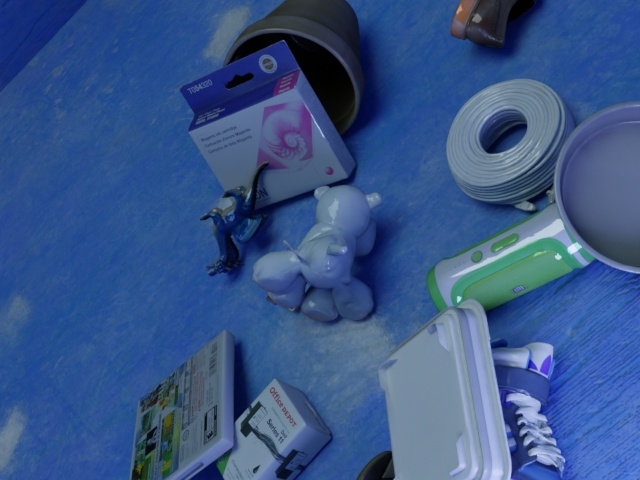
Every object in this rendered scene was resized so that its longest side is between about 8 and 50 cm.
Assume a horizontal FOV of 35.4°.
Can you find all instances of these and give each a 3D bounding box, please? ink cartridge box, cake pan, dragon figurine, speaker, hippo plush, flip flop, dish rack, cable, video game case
[{"bbox_3d":[-0.134,-0.242,2.257,0.324,0.330,0.071,-18,25,34],"label":"ink cartridge box"},{"bbox_3d":[0.528,-0.083,1.647,0.293,0.054,0.293,-1,76,6],"label":"cake pan"},{"bbox_3d":[-0.174,-0.046,2.293,0.289,0.144,0.085,-45,-1,12],"label":"dragon figurine"},{"bbox_3d":[-0.100,0.399,1.972,0.208,0.087,0.153,-49,42,6],"label":"ink cartridge box"},{"bbox_3d":[0.340,0.040,1.781,0.296,0.131,0.131,-29,47,25],"label":"speaker"},{"bbox_3d":[0.000,0.000,2.023,0.234,0.294,0.237,4,56,20],"label":"hippo plush"},{"bbox_3d":[0.062,0.489,1.768,0.277,0.112,0.080,-62,28,-1],"label":"flip flop"},{"bbox_3d":[0.185,0.285,1.647,0.285,0.072,0.333,-46,42,49],"label":"dish rack"},{"bbox_3d":[0.360,-0.190,1.932,0.257,0.089,0.257,10,69,41],"label":"cable"},{"bbox_3d":[-0.292,0.383,2.124,0.300,0.036,0.329,-40,30,22],"label":"video game case"}]

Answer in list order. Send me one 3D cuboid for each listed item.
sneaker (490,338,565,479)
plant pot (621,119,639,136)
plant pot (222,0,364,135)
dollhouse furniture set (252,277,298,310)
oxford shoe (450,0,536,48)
[{"bbox_3d":[0.332,0.281,1.623,0.322,0.130,0.236,31,92,55],"label":"sneaker"},{"bbox_3d":[0.569,-0.180,1.745,0.081,0.083,0.081,-44,6,12],"label":"plant pot"},{"bbox_3d":[-0.035,-0.432,2.328,0.323,0.323,0.280,-17,38,34],"label":"plant pot"},{"bbox_3d":[-0.087,0.093,2.165,0.114,0.081,0.091,27,84,48],"label":"dollhouse furniture set"},{"bbox_3d":[0.415,-0.553,2.139,0.132,0.130,0.364,27,75,15],"label":"oxford shoe"}]
